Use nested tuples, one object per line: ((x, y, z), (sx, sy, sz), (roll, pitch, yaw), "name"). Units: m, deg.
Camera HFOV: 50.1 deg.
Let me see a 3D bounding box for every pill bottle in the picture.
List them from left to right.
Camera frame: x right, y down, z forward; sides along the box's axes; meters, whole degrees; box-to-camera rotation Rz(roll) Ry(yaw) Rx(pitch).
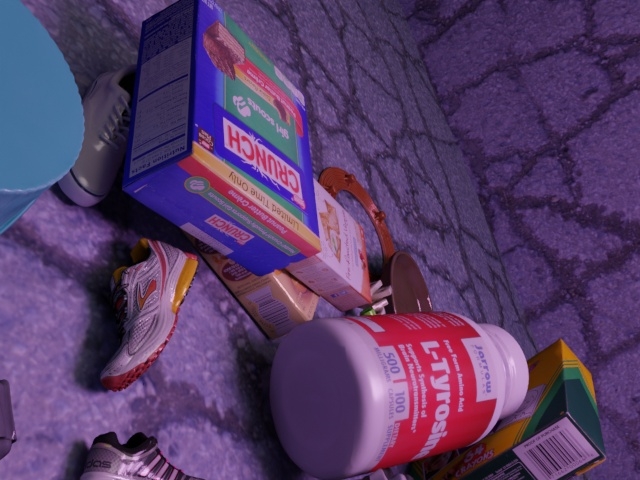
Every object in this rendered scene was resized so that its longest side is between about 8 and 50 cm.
((0.141, 0.229, 1.090), (0.408, 0.229, 0.228), (1, 64, -40), "pill bottle")

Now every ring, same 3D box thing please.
((0.101, -0.025, 1.607), (0.336, 0.032, 0.336), (45, 31, -37), "ring")

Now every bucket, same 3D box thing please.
((-0.366, -0.116, 0.615), (0.281, 0.183, 0.281), (44, 33, -39), "bucket")

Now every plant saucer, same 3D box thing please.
((0.202, 0.161, 1.579), (0.278, 0.041, 0.277), (45, 37, -48), "plant saucer")

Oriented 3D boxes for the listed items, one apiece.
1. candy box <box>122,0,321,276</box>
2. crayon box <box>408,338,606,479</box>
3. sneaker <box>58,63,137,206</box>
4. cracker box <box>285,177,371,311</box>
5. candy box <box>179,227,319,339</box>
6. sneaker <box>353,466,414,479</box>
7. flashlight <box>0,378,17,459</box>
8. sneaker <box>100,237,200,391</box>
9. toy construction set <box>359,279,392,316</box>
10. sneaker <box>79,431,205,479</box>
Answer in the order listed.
((-0.129, -0.148, 0.966), (0.268, 0.122, 0.317), (38, 38, -46), "candy box")
((0.328, 0.370, 1.263), (0.106, 0.363, 0.313), (49, 22, -1), "crayon box")
((-0.284, -0.157, 0.917), (0.094, 0.091, 0.258), (43, 33, -38), "sneaker")
((0.000, 0.000, 1.128), (0.232, 0.067, 0.155), (41, 37, -48), "cracker box")
((-0.116, -0.016, 1.115), (0.316, 0.088, 0.183), (54, 27, -21), "candy box")
((-0.029, 0.367, 0.851), (0.447, 0.258, 0.169), (91, -3, -64), "sneaker")
((-0.273, 0.263, 0.551), (0.103, 0.103, 0.303), (73, 1, -68), "flashlight")
((-0.226, 0.087, 0.841), (0.093, 0.088, 0.225), (31, 36, -18), "sneaker")
((0.150, 0.226, 1.332), (0.215, 0.151, 0.327), (-30, 86, -40), "toy construction set")
((-0.189, 0.252, 0.759), (0.170, 0.063, 0.074), (30, 48, -43), "sneaker")
